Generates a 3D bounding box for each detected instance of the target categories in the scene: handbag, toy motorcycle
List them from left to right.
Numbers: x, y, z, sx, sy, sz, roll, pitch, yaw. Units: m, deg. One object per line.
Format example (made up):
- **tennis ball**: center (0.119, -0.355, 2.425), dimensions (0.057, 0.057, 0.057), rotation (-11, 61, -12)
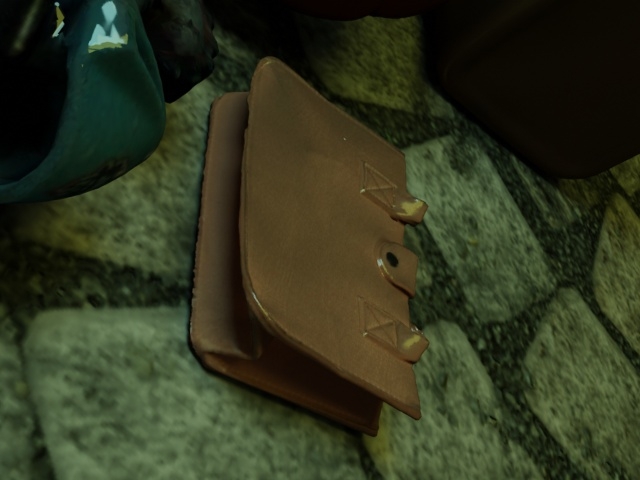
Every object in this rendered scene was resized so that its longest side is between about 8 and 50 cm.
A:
- **toy motorcycle**: center (-0.192, -0.162, 0.434), dimensions (0.416, 0.172, 0.232), rotation (38, 33, -38)
- **handbag**: center (0.000, 0.000, 0.634), dimensions (0.157, 0.059, 0.212), rotation (30, 43, -32)

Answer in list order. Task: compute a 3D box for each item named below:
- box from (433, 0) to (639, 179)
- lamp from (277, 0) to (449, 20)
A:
- **box**: center (0.279, -0.245, 0.910), dimensions (0.239, 0.339, 0.229), rotation (33, 45, -30)
- **lamp**: center (0.024, -0.304, 0.715), dimensions (0.303, 0.257, 0.303), rotation (2, 80, -9)
